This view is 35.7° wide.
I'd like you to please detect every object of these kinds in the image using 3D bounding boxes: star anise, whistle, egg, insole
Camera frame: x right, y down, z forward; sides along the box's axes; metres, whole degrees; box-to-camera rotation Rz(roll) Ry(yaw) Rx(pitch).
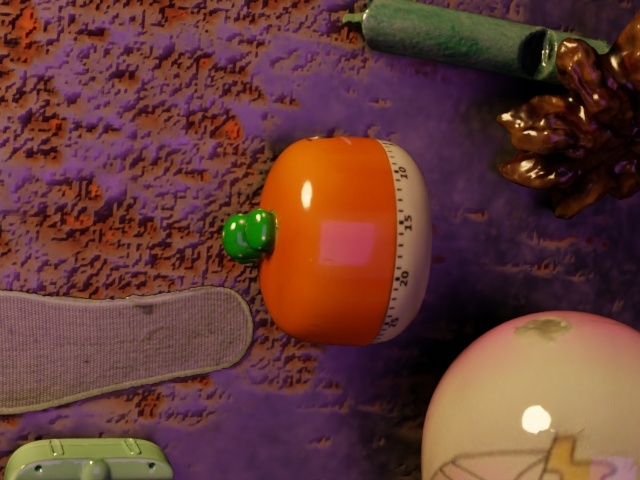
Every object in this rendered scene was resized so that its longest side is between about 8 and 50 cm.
[{"bbox_3d":[0.230,-0.086,0.669,0.234,0.073,0.177,-13,142,-22],"label":"star anise"},{"bbox_3d":[0.106,-0.132,0.658,0.186,0.039,0.039,6,97,-22],"label":"whistle"},{"bbox_3d":[0.162,0.178,0.650,0.196,0.196,0.271,-5,108,-20],"label":"egg"},{"bbox_3d":[-0.151,0.065,0.610,0.232,0.003,0.080,-3,100,-21],"label":"insole"}]

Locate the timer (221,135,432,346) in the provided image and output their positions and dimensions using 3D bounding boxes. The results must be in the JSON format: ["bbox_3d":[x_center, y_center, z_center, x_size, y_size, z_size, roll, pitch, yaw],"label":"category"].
[{"bbox_3d":[0.000,0.000,0.611,0.136,0.099,0.136,0,89,-12],"label":"timer"}]

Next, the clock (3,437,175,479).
[{"bbox_3d":[-0.144,0.190,0.613,0.101,0.041,0.135,2,98,-21],"label":"clock"}]
